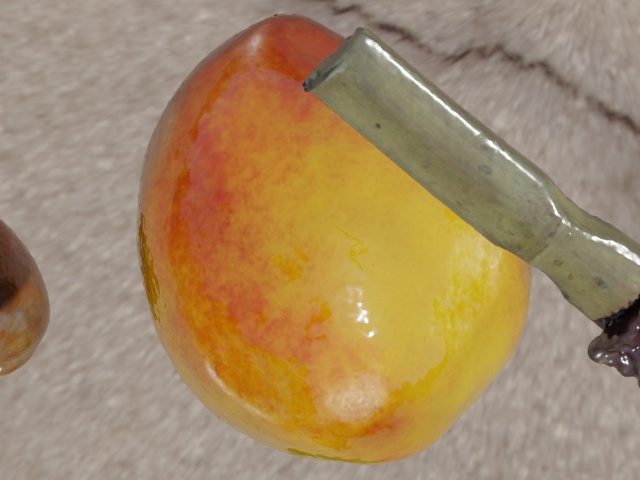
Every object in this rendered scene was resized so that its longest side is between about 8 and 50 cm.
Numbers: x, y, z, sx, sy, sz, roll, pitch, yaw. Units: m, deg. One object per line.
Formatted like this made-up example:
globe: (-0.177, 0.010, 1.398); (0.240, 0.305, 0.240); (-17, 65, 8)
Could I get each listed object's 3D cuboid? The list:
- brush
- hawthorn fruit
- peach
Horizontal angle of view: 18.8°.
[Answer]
brush: (0.097, 0.013, 0.707); (0.248, 0.036, 0.043); (39, 126, -10)
hawthorn fruit: (-0.318, 0.036, 1.651); (0.149, 0.149, 0.189); (-35, 80, 11)
peach: (-0.003, 0.003, 1.421); (0.289, 0.289, 0.308); (-30, 123, 11)
